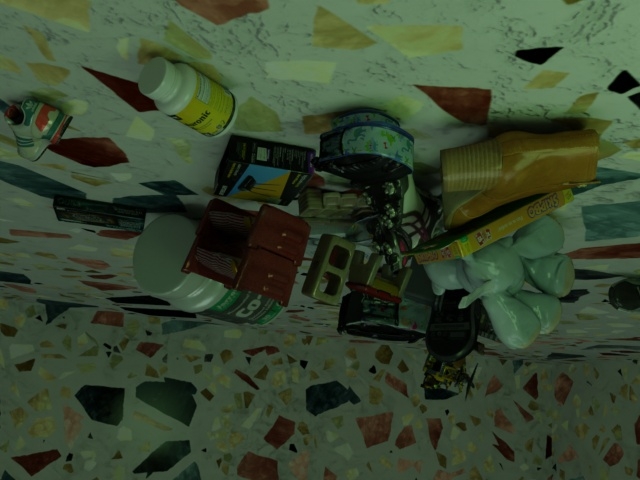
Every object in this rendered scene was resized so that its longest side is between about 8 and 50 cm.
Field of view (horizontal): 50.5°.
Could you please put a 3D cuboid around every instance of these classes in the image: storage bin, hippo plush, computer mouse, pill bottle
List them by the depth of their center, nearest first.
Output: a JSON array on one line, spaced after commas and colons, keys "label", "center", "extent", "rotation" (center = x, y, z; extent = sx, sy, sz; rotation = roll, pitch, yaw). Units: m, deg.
[{"label": "pill bottle", "center": [-0.159, -0.173, 0.817], "extent": [0.065, 0.065, 0.116], "rotation": [-5, 162, 35]}, {"label": "hippo plush", "center": [0.305, 0.076, 1.293], "extent": [0.294, 0.235, 0.236], "rotation": [-11, -173, -28]}, {"label": "pill bottle", "center": [-0.233, 0.071, 1.517], "extent": [0.204, 0.204, 0.361], "rotation": [-3, 165, 28]}, {"label": "storage bin", "center": [0.250, 0.089, 1.590], "extent": [0.091, 0.135, 0.098], "rotation": [11, 163, 14]}, {"label": "computer mouse", "center": [0.332, 0.181, 1.617], "extent": [0.188, 0.272, 0.072], "rotation": [-1, 141, 29]}]

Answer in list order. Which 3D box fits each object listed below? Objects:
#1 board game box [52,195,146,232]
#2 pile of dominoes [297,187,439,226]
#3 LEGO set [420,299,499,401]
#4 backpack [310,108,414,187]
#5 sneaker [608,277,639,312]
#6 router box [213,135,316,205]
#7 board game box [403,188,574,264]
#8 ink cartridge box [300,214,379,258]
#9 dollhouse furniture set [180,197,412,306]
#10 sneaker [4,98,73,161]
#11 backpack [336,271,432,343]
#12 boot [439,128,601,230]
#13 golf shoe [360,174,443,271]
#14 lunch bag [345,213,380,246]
[{"label": "board game box", "center": [-0.473, -0.055, 1.462], "extent": [0.186, 0.026, 0.126], "rotation": [9, 166, -15]}, {"label": "pile of dominoes", "center": [0.088, -0.068, 1.254], "extent": [0.251, 0.040, 0.196], "rotation": [1, 167, -20]}, {"label": "LEGO set", "center": [0.425, 0.288, 1.898], "extent": [0.192, 0.331, 0.255], "rotation": [17, 165, 20]}, {"label": "backpack", "center": [0.065, -0.124, 0.895], "extent": [0.105, 0.084, 0.114], "rotation": [17, 166, -42]}, {"label": "sneaker", "center": [0.818, 0.118, 1.628], "extent": [0.228, 0.086, 0.132], "rotation": [-1, 163, -18]}, {"label": "router box", "center": [-0.094, -0.107, 1.090], "extent": [0.133, 0.046, 0.179], "rotation": [8, 166, -14]}, {"label": "board game box", "center": [0.261, -0.022, 1.060], "extent": [0.259, 0.039, 0.124], "rotation": [-22, -178, -24]}, {"label": "ink cartridge box", "center": [0.000, 0.000, 1.481], "extent": [0.223, 0.045, 0.223], "rotation": [-1, 164, 23]}, {"label": "dollhouse furniture set", "center": [-0.038, 0.057, 1.279], "extent": [0.374, 0.152, 0.201], "rotation": [24, 171, -35]}, {"label": "sneaker", "center": [-0.420, -0.166, 0.982], "extent": [0.075, 0.057, 0.161], "rotation": [34, 153, -30]}, {"label": "backpack", "center": [0.190, 0.189, 1.865], "extent": [0.253, 0.191, 0.225], "rotation": [13, 168, -4]}, {"label": "boot", "center": [0.279, -0.081, 0.971], "extent": [0.211, 0.104, 0.295], "rotation": [-4, 169, 9]}, {"label": "golf shoe", "center": [0.138, -0.063, 1.113], "extent": [0.120, 0.105, 0.273], "rotation": [-29, 150, -10]}, {"label": "lunch bag", "center": [0.093, -0.017, 1.270], "extent": [0.083, 0.053, 0.071], "rotation": [-19, 164, 21]}]
